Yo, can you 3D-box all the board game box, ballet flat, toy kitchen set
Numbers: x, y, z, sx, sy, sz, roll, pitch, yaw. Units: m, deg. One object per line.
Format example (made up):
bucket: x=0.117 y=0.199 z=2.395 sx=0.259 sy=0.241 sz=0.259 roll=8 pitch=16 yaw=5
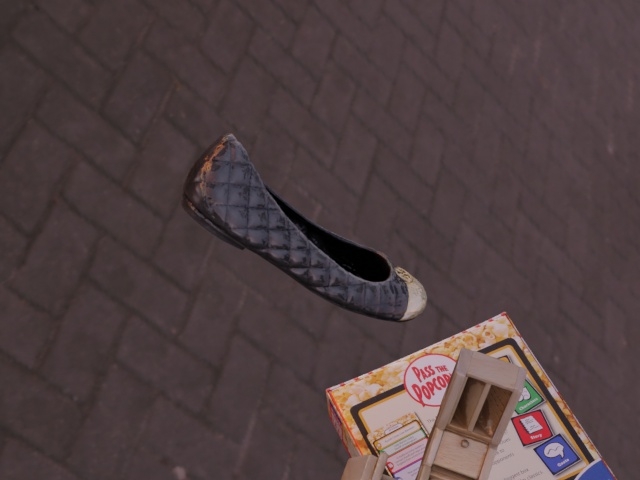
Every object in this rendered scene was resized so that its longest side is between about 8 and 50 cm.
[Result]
board game box: x=0.109 y=0.158 z=0.723 sx=0.045 sy=0.146 sz=0.193 roll=83 pitch=-18 yaw=-54
ballet flat: x=0.000 y=0.000 z=0.605 sx=0.173 sy=0.049 sz=0.057 roll=29 pitch=15 yaw=-30
toy kitchen set: x=0.049 y=0.102 z=0.505 sx=0.068 sy=0.075 sz=0.083 roll=18 pitch=41 yaw=6
